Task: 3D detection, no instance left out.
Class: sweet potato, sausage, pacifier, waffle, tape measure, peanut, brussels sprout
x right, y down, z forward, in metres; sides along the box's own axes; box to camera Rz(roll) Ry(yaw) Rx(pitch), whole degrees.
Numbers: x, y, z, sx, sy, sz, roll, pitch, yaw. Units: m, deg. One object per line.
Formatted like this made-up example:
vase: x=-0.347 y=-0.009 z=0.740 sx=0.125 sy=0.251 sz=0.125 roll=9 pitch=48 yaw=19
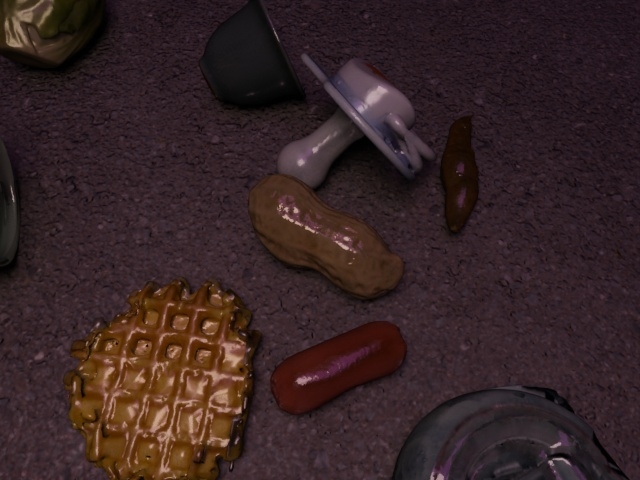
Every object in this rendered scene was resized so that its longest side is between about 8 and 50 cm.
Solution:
sweet potato: x=0.237 y=-0.125 z=0.788 sx=0.067 sy=0.067 sz=0.273 roll=11 pitch=60 yaw=4
sausage: x=0.027 y=0.166 z=0.616 sx=0.194 sy=0.077 sz=0.077 roll=-21 pitch=64 yaw=-11
pacifier: x=0.033 y=-0.162 z=0.750 sx=0.233 sy=0.244 sz=0.299 roll=-37 pitch=40 yaw=13
waffle: x=-0.193 y=0.176 z=0.607 sx=0.262 sy=0.060 sz=0.280 roll=-35 pitch=68 yaw=-19
tape measure: x=0.217 y=0.293 z=0.512 sx=0.275 sy=0.147 sz=0.256 roll=-26 pitch=65 yaw=-17
peanut: x=0.000 y=0.000 z=0.686 sx=0.257 sy=0.123 sz=0.123 roll=35 pitch=66 yaw=9
brussels sprout: x=-0.524 y=-0.447 z=0.861 sx=0.220 sy=0.210 sz=0.270 roll=-1 pitch=77 yaw=3

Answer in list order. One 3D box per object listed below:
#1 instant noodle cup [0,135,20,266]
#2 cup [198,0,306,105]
instant noodle cup: x=-0.562 y=-0.066 z=0.610 sx=0.222 sy=0.311 sz=0.311 roll=-8 pitch=62 yaw=-18
cup: x=-0.133 y=-0.317 z=0.829 sx=0.150 sy=0.199 sz=0.198 roll=-25 pitch=64 yaw=6
